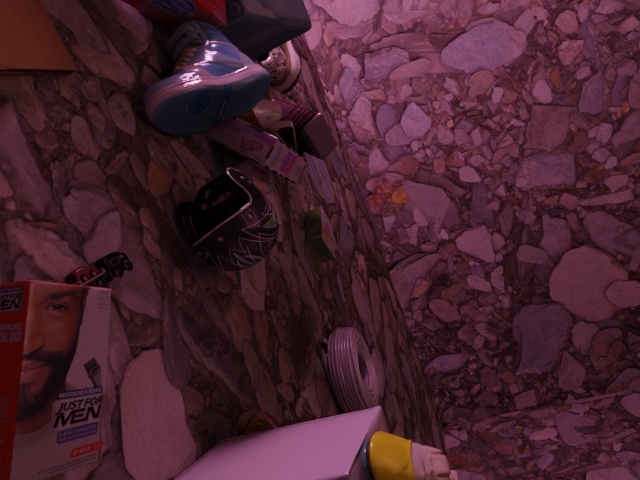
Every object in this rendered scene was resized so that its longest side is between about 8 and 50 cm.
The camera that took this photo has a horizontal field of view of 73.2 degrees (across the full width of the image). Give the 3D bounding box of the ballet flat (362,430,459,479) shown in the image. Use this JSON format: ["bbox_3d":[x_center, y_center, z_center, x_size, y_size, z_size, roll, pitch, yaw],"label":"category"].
[{"bbox_3d":[0.123,0.284,0.517,0.077,0.077,0.231,-91,157,-46],"label":"ballet flat"}]

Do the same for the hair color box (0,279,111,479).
[{"bbox_3d":[-0.252,0.126,0.400,0.093,0.053,0.167,28,56,-67],"label":"hair color box"}]

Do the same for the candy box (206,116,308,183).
[{"bbox_3d":[-0.141,-0.214,1.012,0.164,0.070,0.196,30,5,17],"label":"candy box"}]

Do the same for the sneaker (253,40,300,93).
[{"bbox_3d":[-0.199,-0.703,1.440,0.182,0.158,0.411,-4,70,-56],"label":"sneaker"}]

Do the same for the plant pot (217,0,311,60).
[{"bbox_3d":[-0.215,-0.614,1.102,0.248,0.247,0.252,67,30,-15],"label":"plant pot"}]

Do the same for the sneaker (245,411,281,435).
[{"bbox_3d":[-0.080,0.366,0.753,0.084,0.069,0.186,-82,157,-75],"label":"sneaker"}]

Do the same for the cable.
[{"bbox_3d":[0.096,0.379,1.263,0.257,0.089,0.257,-10,82,-74],"label":"cable"}]

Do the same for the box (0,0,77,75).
[{"bbox_3d":[-0.395,-0.294,0.503,0.164,0.021,0.201,-66,134,-67],"label":"box"}]

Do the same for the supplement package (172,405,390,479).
[{"bbox_3d":[-0.042,0.333,0.537,0.204,0.261,0.145,6,66,-73],"label":"supplement package"}]

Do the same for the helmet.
[{"bbox_3d":[-0.153,-0.026,0.758,0.162,0.169,0.169,60,11,22],"label":"helmet"}]

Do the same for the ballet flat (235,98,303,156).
[{"bbox_3d":[-0.141,-0.309,1.183,0.342,0.124,0.116,44,32,-57],"label":"ballet flat"}]

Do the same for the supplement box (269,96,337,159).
[{"bbox_3d":[-0.070,-0.343,1.314,0.239,0.073,0.130,32,-14,40],"label":"supplement box"}]

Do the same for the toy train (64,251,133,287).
[{"bbox_3d":[-0.276,0.048,0.505,0.036,0.027,0.158,66,17,-13],"label":"toy train"}]

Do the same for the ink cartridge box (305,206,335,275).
[{"bbox_3d":[0.000,0.000,1.418,0.209,0.062,0.109,-91,157,-45],"label":"ink cartridge box"}]

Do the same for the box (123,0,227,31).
[{"bbox_3d":[-0.297,-0.510,0.827,0.257,0.122,0.128,-14,101,-71],"label":"box"}]

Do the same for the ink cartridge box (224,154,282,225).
[{"bbox_3d":[-0.159,-0.119,1.020,0.104,0.061,0.181,11,61,-72],"label":"ink cartridge box"}]

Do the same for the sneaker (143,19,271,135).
[{"bbox_3d":[-0.264,-0.333,0.853,0.208,0.127,0.319,45,38,4],"label":"sneaker"}]
